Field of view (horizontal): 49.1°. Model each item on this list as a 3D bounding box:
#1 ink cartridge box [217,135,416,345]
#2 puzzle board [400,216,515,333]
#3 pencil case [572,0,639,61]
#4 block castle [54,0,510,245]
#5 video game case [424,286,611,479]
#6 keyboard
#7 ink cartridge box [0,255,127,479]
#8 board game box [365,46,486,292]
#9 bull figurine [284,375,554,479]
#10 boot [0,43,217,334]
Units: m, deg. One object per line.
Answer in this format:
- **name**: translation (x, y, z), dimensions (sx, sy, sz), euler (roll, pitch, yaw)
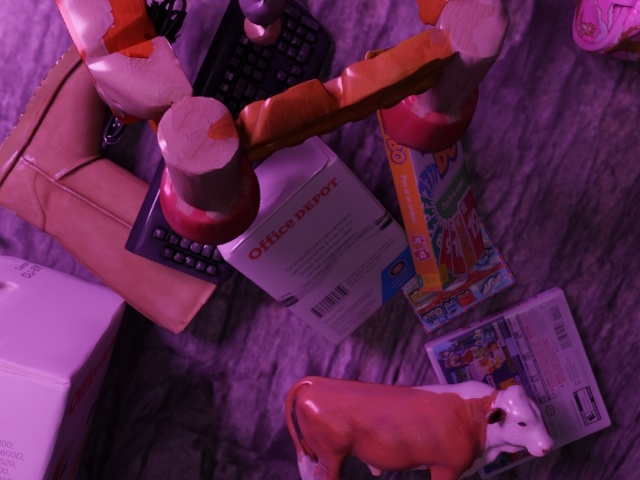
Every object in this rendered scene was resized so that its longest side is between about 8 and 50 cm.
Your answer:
- **ink cartridge box**: translation (0.000, 0.000, 0.752), dimensions (0.148, 0.086, 0.203), euler (-42, 130, 4)
- **puzzle board**: translation (0.162, 0.044, 0.856), dimensions (0.128, 0.011, 0.096), euler (-31, 102, 2)
- **pencil case**: translation (0.464, -0.222, 0.738), dimensions (0.386, 0.167, 0.160), euler (16, 80, -5)
- **block castle**: translation (-0.079, -0.247, 0.600), dimensions (0.303, 0.213, 0.453), euler (-25, 82, -11)
- **video game case**: translation (0.251, 0.183, 0.886), dimensions (0.183, 0.023, 0.201), euler (-24, 104, 1)
- **keyboard**: translation (-0.123, -0.128, 0.736), dimensions (0.202, 0.033, 0.317), euler (23, 86, -23)
- **ink cartridge box**: translation (-0.343, 0.241, 0.723), dimensions (0.160, 0.279, 0.384), euler (17, 100, -8)
- **board game box**: translation (0.119, -0.086, 0.768), dimensions (0.039, 0.124, 0.259), euler (-11, 100, 38)
- **bull figurine**: translation (0.110, 0.243, 0.837), dimensions (0.310, 0.101, 0.188), euler (7, 103, 9)
- **boot**: translation (-0.202, -0.061, 0.776), dimensions (0.269, 0.089, 0.236), euler (36, 100, -13)
